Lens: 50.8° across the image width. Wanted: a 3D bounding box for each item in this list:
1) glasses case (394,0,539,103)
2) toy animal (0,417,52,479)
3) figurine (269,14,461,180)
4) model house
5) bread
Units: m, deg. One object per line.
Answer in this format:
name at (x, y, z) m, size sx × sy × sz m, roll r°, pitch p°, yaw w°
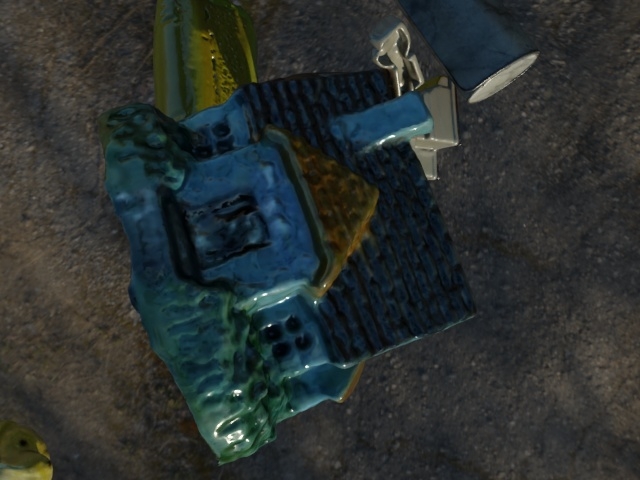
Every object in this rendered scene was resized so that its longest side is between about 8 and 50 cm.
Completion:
glasses case at (0.169, -0.335, 0.927) m, size 0.114 × 0.060 × 0.299 m, roll -33°, pitch 73°, yaw 8°
toy animal at (-0.388, 0.330, 0.764) m, size 0.121 × 0.169 × 0.233 m, roll 14°, pitch 94°, yaw 10°
figurine at (0.050, -0.149, 0.898) m, size 0.143 × 0.309 × 0.308 m, roll 35°, pitch 120°, yaw 43°
model house at (0.000, 0.000, 0.524) m, size 0.241 × 0.226 × 0.261 m, roll -21°, pitch 80°, yaw 1°
bread at (-0.161, -0.174, 0.950) m, size 0.112 × 0.166 × 0.383 m, roll -20°, pitch 70°, yaw 38°
